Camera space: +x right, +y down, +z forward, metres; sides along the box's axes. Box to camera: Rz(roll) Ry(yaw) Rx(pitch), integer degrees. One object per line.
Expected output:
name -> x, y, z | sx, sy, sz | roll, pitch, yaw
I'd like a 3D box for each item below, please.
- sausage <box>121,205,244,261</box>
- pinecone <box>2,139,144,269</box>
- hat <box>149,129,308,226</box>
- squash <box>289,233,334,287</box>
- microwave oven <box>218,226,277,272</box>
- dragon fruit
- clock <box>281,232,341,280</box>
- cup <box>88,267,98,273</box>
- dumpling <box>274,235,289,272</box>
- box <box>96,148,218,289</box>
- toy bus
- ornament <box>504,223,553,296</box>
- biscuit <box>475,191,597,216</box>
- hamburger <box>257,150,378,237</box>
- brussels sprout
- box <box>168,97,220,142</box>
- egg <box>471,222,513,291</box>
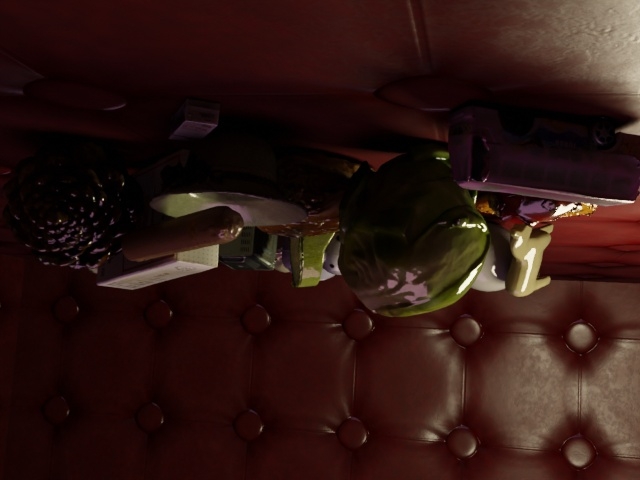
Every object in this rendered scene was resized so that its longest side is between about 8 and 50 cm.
sausage -> -0.227, -0.010, 1.318 | 0.066, 0.065, 0.301 | 10, 167, -42
pinecone -> -0.444, -0.069, 1.472 | 0.244, 0.244, 0.309 | 6, -172, -18
hat -> -0.143, -0.107, 1.298 | 0.257, 0.130, 0.257 | 3, 170, 0
squash -> -0.010, 0.009, 1.857 | 0.133, 0.220, 0.220 | 7, 173, -9
microwave oven -> -0.181, -0.012, 1.997 | 0.129, 0.163, 0.205 | 0, 169, 12
dragon fruit -> 0.376, -0.100, 1.237 | 0.246, 0.125, 0.125 | -12, 159, -3
clock -> 0.022, 0.024, 2.132 | 0.189, 0.188, 0.254 | 6, 174, -22
cup -> -0.422, -0.024, 1.977 | 0.288, 0.203, 0.203 | -6, 171, 13
dumpling -> -0.072, 0.016, 2.371 | 0.179, 0.131, 0.252 | -20, 180, 11
box -> -0.315, -0.031, 1.553 | 0.095, 0.210, 0.330 | 12, 163, -39
toy bus -> 0.312, -0.117, 1.117 | 0.274, 0.112, 0.090 | 7, 177, -13
ornament -> 0.505, 0.030, 1.959 | 0.061, 0.230, 0.245 | 27, -152, 35
biscuit -> 0.453, -0.073, 1.704 | 0.254, 0.035, 0.254 | 4, 174, 0
hamburger -> -0.006, -0.079, 1.481 | 0.243, 0.146, 0.286 | -3, 172, -3
brussels sprout -> 0.148, -0.016, 1.309 | 0.227, 0.294, 0.259 | 32, -163, -33
box -> -0.185, -0.173, 1.176 | 0.051, 0.036, 0.117 | 6, 171, -23
egg -> 0.417, 0.040, 2.071 | 0.232, 0.176, 0.176 | 16, 167, -38
